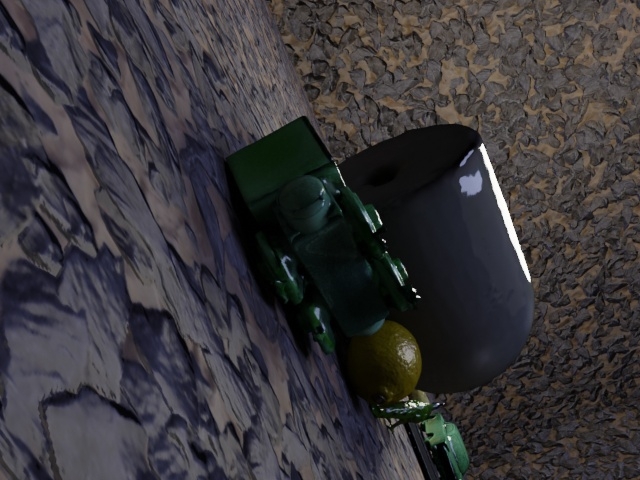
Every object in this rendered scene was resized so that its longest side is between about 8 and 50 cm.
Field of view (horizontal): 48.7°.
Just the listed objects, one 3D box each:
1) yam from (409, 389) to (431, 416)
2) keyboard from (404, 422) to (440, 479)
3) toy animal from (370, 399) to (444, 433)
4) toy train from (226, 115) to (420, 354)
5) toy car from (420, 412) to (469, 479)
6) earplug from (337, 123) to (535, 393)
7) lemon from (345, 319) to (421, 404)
[{"bbox_3d":[0.271,0.438,1.949,0.132,0.054,0.054,-96,163,-73],"label":"yam"},{"bbox_3d":[0.226,0.480,1.541,0.231,0.023,0.072,68,13,5],"label":"keyboard"},{"bbox_3d":[0.127,0.294,1.192,0.217,0.075,0.041,13,46,-47],"label":"toy animal"},{"bbox_3d":[0.000,0.000,0.768,0.243,0.132,0.188,62,1,-46],"label":"toy train"},{"bbox_3d":[0.320,0.537,1.803,0.321,0.097,0.141,-1,69,-83],"label":"toy car"},{"bbox_3d":[0.180,0.050,1.148,0.394,0.313,0.312,62,8,-19],"label":"earplug"},{"bbox_3d":[0.088,0.173,0.995,0.133,0.109,0.109,-80,151,-52],"label":"lemon"}]
